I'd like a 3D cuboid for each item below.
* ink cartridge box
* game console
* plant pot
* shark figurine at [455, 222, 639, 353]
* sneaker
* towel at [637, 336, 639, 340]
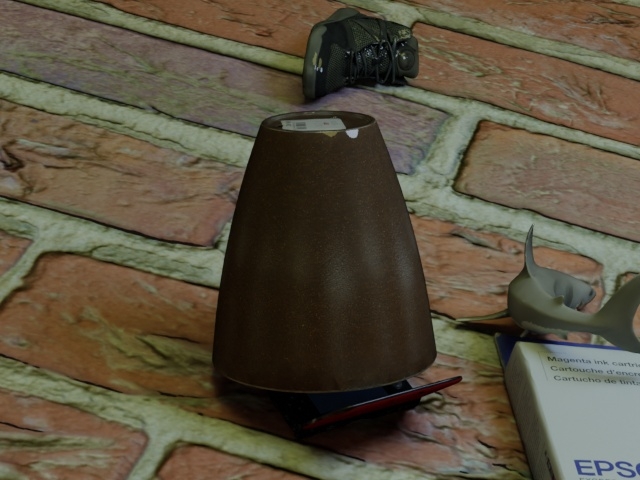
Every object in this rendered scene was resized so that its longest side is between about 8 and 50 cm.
[{"bbox_3d":[0.352,0.174,1.680,0.324,0.071,0.330,5,32,-9],"label":"ink cartridge box"},{"bbox_3d":[0.036,0.127,1.630,0.144,0.085,0.124,-11,48,-34],"label":"game console"},{"bbox_3d":[0.000,0.000,1.638,0.215,0.230,0.215,-2,15,0],"label":"plant pot"},{"bbox_3d":[0.231,0.042,1.745,0.166,0.116,0.278,0,5,-7],"label":"shark figurine"},{"bbox_3d":[0.054,-0.239,2.263,0.130,0.087,0.227,12,24,15],"label":"sneaker"},{"bbox_3d":[0.353,0.106,1.765,0.083,0.009,0.060,5,2,0],"label":"towel"}]
